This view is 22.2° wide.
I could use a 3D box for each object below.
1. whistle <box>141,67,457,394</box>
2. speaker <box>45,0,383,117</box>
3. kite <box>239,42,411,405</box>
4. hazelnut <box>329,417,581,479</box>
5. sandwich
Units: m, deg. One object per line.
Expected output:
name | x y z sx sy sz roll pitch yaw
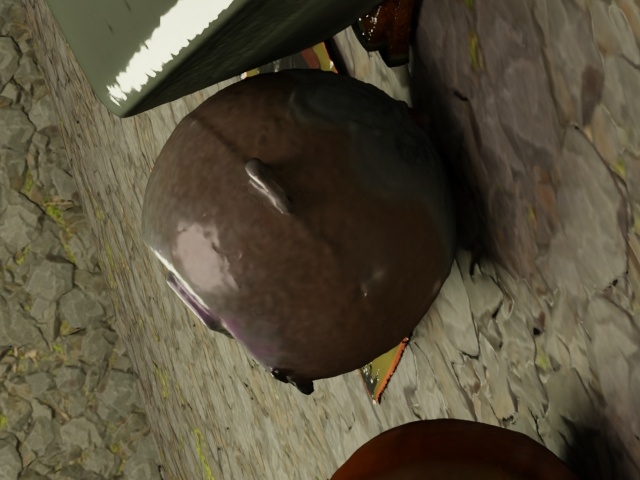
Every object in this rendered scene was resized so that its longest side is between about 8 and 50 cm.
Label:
whistle | 0.000 0.000 1.005 0.348 0.189 0.189 67 -179 -75
speaker | -0.032 -0.197 0.762 0.184 0.183 0.406 67 159 0
kite | 0.007 -0.020 1.186 0.377 0.013 0.327 -142 36 -61
hazelnut | 0.078 0.195 0.875 0.214 0.176 0.214 -11 -90 -77
sandwich | 0.031 -0.152 0.917 0.101 0.026 0.069 93 157 -51
